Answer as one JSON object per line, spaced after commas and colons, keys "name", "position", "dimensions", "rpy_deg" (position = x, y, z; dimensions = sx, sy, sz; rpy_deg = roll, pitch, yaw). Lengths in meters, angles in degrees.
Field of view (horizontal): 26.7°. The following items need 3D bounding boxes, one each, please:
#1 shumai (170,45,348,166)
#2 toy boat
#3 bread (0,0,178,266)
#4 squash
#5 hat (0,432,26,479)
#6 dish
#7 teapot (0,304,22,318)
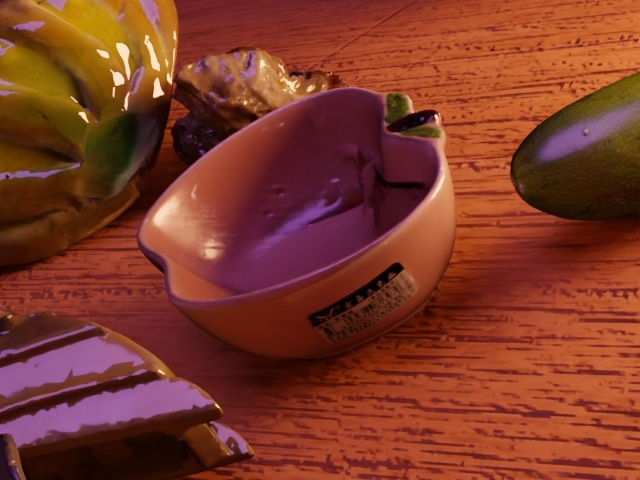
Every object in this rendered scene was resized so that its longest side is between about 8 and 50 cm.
{"name": "shumai", "position": [-0.044, -0.107, 1.029], "dimensions": [0.139, 0.105, 0.123], "rpy_deg": [10, 36, 8]}
{"name": "toy boat", "position": [-0.253, 0.166, 0.710], "dimensions": [0.445, 0.136, 0.162], "rpy_deg": [-24, 57, 2]}
{"name": "bread", "position": [-0.223, -0.095, 1.047], "dimensions": [0.158, 0.156, 0.261], "rpy_deg": [25, 99, 54]}
{"name": "squash", "position": [0.248, -0.083, 0.792], "dimensions": [0.292, 0.082, 0.082], "rpy_deg": [-25, 31, -4]}
{"name": "hat", "position": [-0.139, 0.166, 0.568], "dimensions": [0.147, 0.175, 0.085], "rpy_deg": [36, 45, 20]}
{"name": "dish", "position": [0.000, 0.000, 0.830], "dimensions": [0.213, 0.090, 0.213], "rpy_deg": [-20, 32, 13]}
{"name": "teapot", "position": [-0.336, -0.003, 0.831], "dimensions": [0.344, 0.300, 0.253], "rpy_deg": [109, -174, -84]}
